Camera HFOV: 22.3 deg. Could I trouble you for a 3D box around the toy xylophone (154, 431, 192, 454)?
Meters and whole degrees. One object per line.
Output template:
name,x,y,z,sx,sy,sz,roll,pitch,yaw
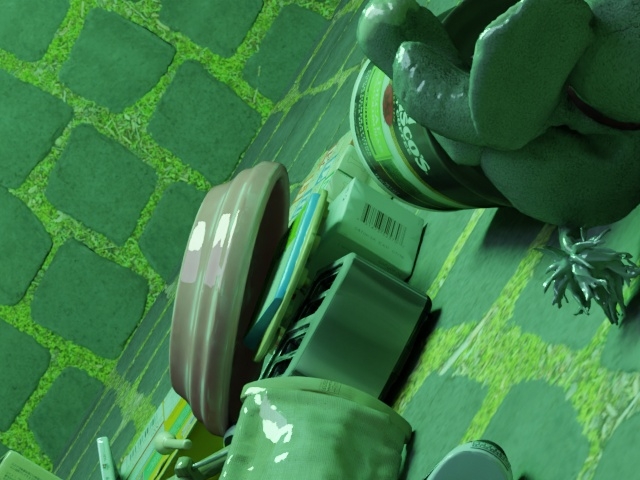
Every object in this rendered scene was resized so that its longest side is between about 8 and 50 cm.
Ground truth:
toy xylophone,-0.162,0.342,1.853,0.323,0.081,0.236,179,107,-76

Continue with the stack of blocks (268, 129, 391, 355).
stack of blocks,0.000,0.000,2.202,0.297,0.087,0.171,-62,11,-25

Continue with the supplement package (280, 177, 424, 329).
supplement package,0.027,0.033,1.936,0.179,0.105,0.105,-49,15,40

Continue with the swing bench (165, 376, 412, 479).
swing bench,-0.060,0.276,1.471,0.254,0.165,0.253,-50,12,32

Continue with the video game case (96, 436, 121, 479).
video game case,-0.286,0.368,2.266,0.157,0.019,0.143,88,171,-61

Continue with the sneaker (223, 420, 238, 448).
sneaker,-0.068,0.256,1.784,0.097,0.084,0.235,-63,11,-17

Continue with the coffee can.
coffee can,0.156,-0.128,1.558,0.201,0.201,0.275,-59,10,-7

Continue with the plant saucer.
plant saucer,-0.110,0.065,1.932,0.332,0.084,0.332,11,-90,-84

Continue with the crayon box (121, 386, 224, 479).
crayon box,-0.189,0.294,2.225,0.203,0.083,0.323,-57,10,4

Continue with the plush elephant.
plush elephant,0.208,-0.139,1.221,0.255,0.272,0.330,114,150,-48

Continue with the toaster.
toaster,0.023,0.117,1.699,0.168,0.110,0.186,-62,12,-18

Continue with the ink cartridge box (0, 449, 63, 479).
ink cartridge box,-0.403,0.445,2.349,0.193,0.235,0.088,-61,11,-21

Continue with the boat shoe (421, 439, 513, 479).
boat shoe,0.069,0.242,1.238,0.228,0.080,0.076,-59,-7,11

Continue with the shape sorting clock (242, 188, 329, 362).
shape sorting clock,-0.031,0.040,1.802,0.206,0.040,0.206,-156,90,-82
